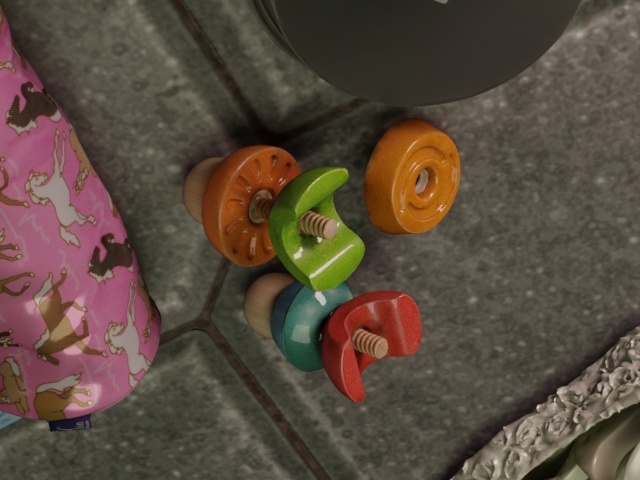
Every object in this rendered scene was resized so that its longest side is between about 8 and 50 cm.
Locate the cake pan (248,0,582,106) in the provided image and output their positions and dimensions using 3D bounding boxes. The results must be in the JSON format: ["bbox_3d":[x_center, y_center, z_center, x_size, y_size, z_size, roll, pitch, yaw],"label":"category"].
[{"bbox_3d":[0.084,-0.222,1.462,0.293,0.054,0.293,-5,129,-6],"label":"cake pan"}]

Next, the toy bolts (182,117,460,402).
[{"bbox_3d":[0.000,0.000,1.609,0.218,0.158,0.228,-34,128,-35],"label":"toy bolts"}]

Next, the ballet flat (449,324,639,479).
[{"bbox_3d":[0.248,0.217,1.797,0.147,0.147,0.409,27,121,-28],"label":"ballet flat"}]

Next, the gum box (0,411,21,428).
[{"bbox_3d":[-0.360,0.114,1.663,0.157,0.041,0.184,-27,127,12],"label":"gum box"}]

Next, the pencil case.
[{"bbox_3d":[-0.263,-0.022,1.499,0.160,0.167,0.386,5,136,29],"label":"pencil case"}]
